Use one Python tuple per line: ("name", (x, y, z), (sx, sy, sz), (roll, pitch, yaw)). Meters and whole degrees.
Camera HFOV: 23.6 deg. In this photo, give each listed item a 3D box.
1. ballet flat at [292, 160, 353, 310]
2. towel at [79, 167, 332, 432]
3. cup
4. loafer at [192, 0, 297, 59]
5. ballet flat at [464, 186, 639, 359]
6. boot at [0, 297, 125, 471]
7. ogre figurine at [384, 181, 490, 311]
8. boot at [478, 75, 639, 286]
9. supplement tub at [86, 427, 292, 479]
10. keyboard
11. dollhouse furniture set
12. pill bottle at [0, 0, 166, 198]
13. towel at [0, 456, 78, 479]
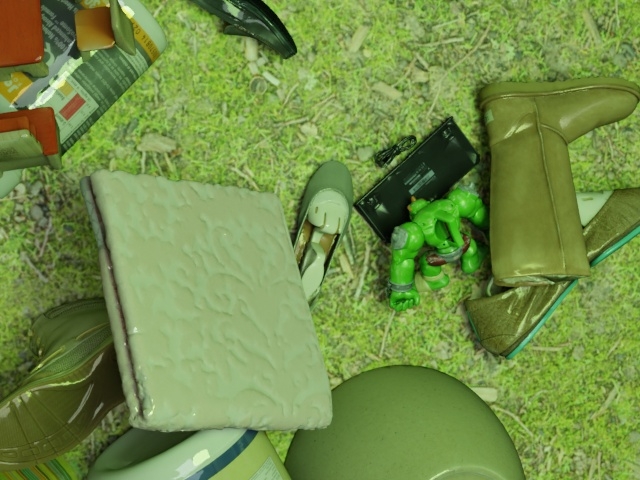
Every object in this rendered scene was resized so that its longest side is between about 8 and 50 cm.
("ballet flat", (0.000, 0.000, 1.997), (0.072, 0.068, 0.213), (21, 89, -19))
("towel", (-0.132, 0.077, 1.829), (0.332, 0.053, 0.316), (7, 62, -50))
("cup", (0.141, 0.346, 1.993), (0.331, 0.237, 0.331), (-2, 97, -18))
("loafer", (-0.102, -0.285, 1.944), (0.170, 0.062, 0.061), (42, 105, -14))
("ballet flat", (0.329, 0.012, 2.097), (0.342, 0.116, 0.124), (-43, 86, -5))
("boot", (-0.323, 0.164, 1.838), (0.262, 0.203, 0.095), (-37, 115, -17))
("ogre figurine", (0.162, -0.001, 2.026), (0.197, 0.097, 0.118), (-21, 127, -5))
("boot", (0.327, -0.077, 2.039), (0.236, 0.089, 0.269), (-4, 73, -6))
("supplement tub", (-0.125, 0.372, 1.907), (0.228, 0.228, 0.316), (-30, 102, -13))
("keyboard", (0.122, -0.092, 2.051), (0.180, 0.023, 0.108), (-43, 113, -10))
("dollhouse furniture set", (-0.342, -0.210, 1.672), (0.262, 0.135, 0.259), (-8, 76, 2))
("pill bottle", (-0.329, -0.193, 1.820), (0.278, 0.162, 0.162), (-47, 107, -8))
("towel", (-0.407, 0.278, 1.826), (0.237, 0.102, 0.021), (-7, 128, -49))
